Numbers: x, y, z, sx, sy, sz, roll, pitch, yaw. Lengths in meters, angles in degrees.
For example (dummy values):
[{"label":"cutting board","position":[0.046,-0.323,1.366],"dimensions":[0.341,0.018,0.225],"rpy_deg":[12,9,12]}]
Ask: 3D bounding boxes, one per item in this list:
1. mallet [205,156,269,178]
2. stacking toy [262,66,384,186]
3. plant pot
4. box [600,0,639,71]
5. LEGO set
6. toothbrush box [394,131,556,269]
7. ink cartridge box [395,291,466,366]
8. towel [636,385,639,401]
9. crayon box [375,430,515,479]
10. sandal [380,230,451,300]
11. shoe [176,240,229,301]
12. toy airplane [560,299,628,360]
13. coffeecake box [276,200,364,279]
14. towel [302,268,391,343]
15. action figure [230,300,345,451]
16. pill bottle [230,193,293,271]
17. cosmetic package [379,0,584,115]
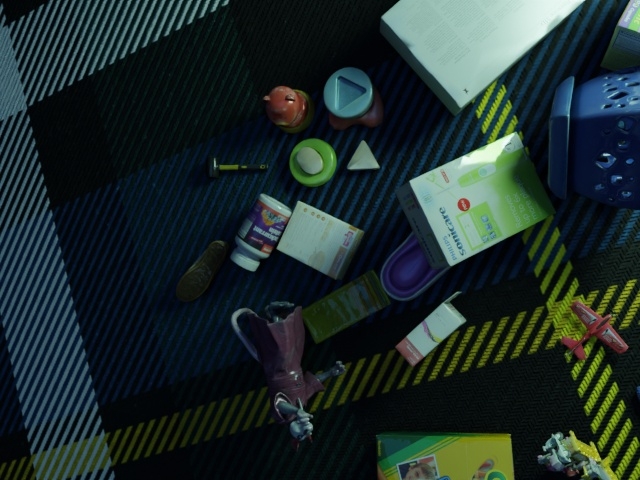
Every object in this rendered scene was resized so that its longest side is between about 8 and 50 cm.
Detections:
[{"label":"mallet","position":[-0.239,-0.197,1.619],"dimensions":[0.189,0.039,0.063],"rpy_deg":[9,88,15]},{"label":"stacking toy","position":[0.008,-0.298,1.491],"dimensions":[0.308,0.130,0.280],"rpy_deg":[-10,83,18]},{"label":"plant pot","position":[0.597,-0.219,1.204],"dimensions":[0.212,0.236,0.236],"rpy_deg":[4,129,25]},{"label":"box","position":[0.714,-0.483,1.209],"dimensions":[0.117,0.243,0.214],"rpy_deg":[29,97,17]},{"label":"LEGO set","position":[0.587,0.535,1.269],"dimensions":[0.287,0.132,0.107],"rpy_deg":[43,119,-7]},{"label":"toothbrush box","position":[0.346,-0.087,1.295],"dimensions":[0.283,0.122,0.206],"rpy_deg":[-24,88,-10]},{"label":"ink cartridge box","position":[0.282,0.211,1.379],"dimensions":[0.198,0.115,0.067],"rpy_deg":[-45,74,11]},{"label":"towel","position":[0.864,0.432,1.215],"dimensions":[0.243,0.040,0.336],"rpy_deg":[-25,80,16]},{"label":"crayon box","position":[0.297,0.641,1.332],"dimensions":[0.312,0.106,0.363],"rpy_deg":[-5,77,19]},{"label":"sandal","position":[0.300,-0.021,1.392],"dimensions":[0.169,0.102,0.416],"rpy_deg":[35,96,15]},{"label":"shoe","position":[-0.330,0.086,1.625],"dimensions":[0.076,0.058,0.219],"rpy_deg":[40,104,-4]},{"label":"toy airplane","position":[0.621,0.216,1.313],"dimensions":[0.151,0.028,0.151],"rpy_deg":[-1,86,19]},{"label":"coffeecake box","position":[0.000,0.000,1.508],"dimensions":[0.185,0.068,0.142],"rpy_deg":[27,95,18]},{"label":"towel","position":[0.063,0.175,1.503],"dimensions":[0.237,0.021,0.102],"rpy_deg":[-31,77,15]},{"label":"action figure","position":[-0.101,0.343,1.431],"dimensions":[0.275,0.248,0.371],"rpy_deg":[-9,87,25]},{"label":"pill bottle","position":[-0.163,-0.019,1.543],"dimensions":[0.108,0.108,0.194],"rpy_deg":[33,97,17]},{"label":"cosmetic package","position":[0.373,-0.529,1.348],"dimensions":[0.377,0.097,0.284],"rpy_deg":[-40,85,3]}]
